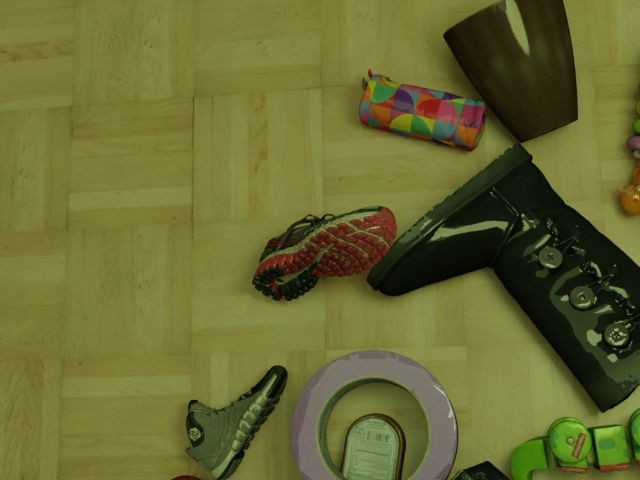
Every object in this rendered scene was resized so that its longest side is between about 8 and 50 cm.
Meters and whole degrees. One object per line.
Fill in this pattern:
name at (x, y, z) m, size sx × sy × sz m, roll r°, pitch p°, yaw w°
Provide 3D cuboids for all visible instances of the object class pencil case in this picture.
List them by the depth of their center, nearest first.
pencil case at (0.183, -0.235, 1.783) m, size 0.236 × 0.104 × 0.104 m, roll 18°, pitch 81°, yaw 11°

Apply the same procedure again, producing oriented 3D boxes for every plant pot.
plant pot at (0.359, -0.297, 1.727) m, size 0.215 × 0.215 × 0.230 m, roll -23°, pitch 90°, yaw 4°

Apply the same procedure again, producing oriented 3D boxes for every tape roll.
tape roll at (0.092, 0.324, 1.645) m, size 0.275 × 0.090 × 0.275 m, roll -2°, pitch 77°, yaw 10°

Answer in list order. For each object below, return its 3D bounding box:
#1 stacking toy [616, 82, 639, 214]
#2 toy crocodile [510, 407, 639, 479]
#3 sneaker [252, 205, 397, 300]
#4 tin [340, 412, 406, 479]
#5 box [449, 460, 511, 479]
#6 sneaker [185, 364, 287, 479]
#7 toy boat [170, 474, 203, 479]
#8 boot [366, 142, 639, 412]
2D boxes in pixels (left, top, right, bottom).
stacking toy at (0.592, -0.182, 1.688) m, size 0.175 × 0.166 × 0.302 m, roll 23°, pitch 94°, yaw 5°
toy crocodile at (0.477, 0.333, 1.602) m, size 0.340 × 0.115 × 0.105 m, roll -10°, pitch 82°, yaw 9°
sneaker at (0.000, 0.000, 1.695) m, size 0.299 × 0.121 × 0.112 m, roll -22°, pitch 42°, yaw 35°
tin at (0.086, 0.392, 1.694) m, size 0.106 × 0.040 × 0.190 m, roll 6°, pitch 79°, yaw 15°
box at (0.292, 0.496, 1.486) m, size 0.296 × 0.294 × 0.183 m, roll 40°, pitch 93°, yaw 19°
sneaker at (-0.164, 0.295, 1.732) m, size 0.132 × 0.086 × 0.229 m, roll 31°, pitch 85°, yaw 17°
toy boat at (-0.194, 0.495, 1.657) m, size 0.231 × 0.151 × 0.151 m, roll 20°, pitch 82°, yaw 13°
boot at (0.350, 0.109, 1.667) m, size 0.367 × 0.146 × 0.445 m, roll -40°, pitch 79°, yaw 1°
